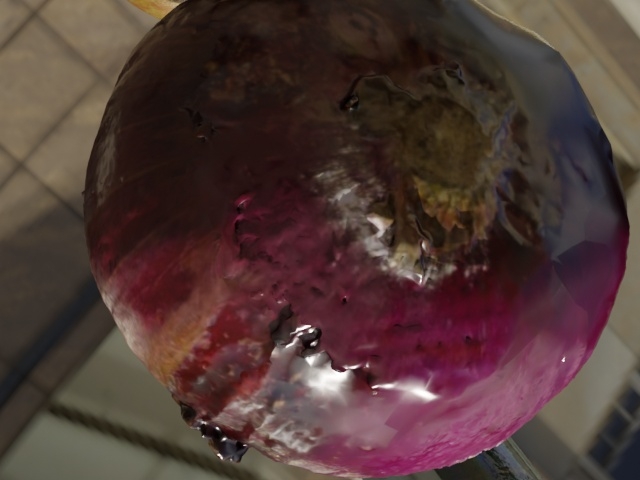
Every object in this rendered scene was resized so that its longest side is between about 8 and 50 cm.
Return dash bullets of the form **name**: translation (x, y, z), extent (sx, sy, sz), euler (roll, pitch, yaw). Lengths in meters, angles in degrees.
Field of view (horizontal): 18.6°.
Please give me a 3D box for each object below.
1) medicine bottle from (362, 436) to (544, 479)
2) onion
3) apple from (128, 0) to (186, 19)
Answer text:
- **medicine bottle**: translation (0.123, 0.211, 1.475), extent (0.229, 0.121, 0.083), euler (53, -48, 36)
- **onion**: translation (0.000, 0.000, 1.268), extent (0.385, 0.347, 0.348), euler (-37, -154, 59)
- **apple**: translation (-0.082, -0.266, 1.521), extent (0.188, 0.211, 0.211), euler (17, -112, 51)
